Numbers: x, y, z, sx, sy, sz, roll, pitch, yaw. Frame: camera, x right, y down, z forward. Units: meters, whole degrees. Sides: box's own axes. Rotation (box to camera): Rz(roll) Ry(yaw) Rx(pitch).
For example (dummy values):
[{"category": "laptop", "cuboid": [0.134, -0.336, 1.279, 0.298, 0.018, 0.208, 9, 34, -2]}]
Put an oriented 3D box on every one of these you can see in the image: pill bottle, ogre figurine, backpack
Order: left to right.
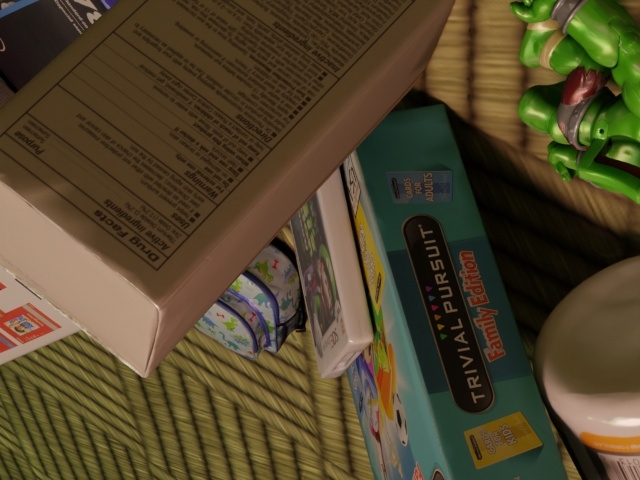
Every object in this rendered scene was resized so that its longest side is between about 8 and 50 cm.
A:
[{"category": "backpack", "cuboid": [-0.071, 0.049, 1.460, 0.105, 0.084, 0.114, 30, 148, 18]}, {"category": "ogre figurine", "cuboid": [0.173, -0.078, 0.937, 0.118, 0.097, 0.197, 39, 144, 32]}, {"category": "pill bottle", "cuboid": [0.264, 0.154, 1.082, 0.162, 0.162, 0.278, 11, 140, 46]}]

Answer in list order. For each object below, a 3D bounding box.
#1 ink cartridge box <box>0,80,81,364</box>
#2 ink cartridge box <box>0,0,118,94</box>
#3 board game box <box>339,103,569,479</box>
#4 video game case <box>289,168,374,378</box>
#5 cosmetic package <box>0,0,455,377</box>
[{"category": "ink cartridge box", "cuboid": [-0.364, -0.025, 1.467, 0.272, 0.130, 0.309, -23, 129, 32]}, {"category": "ink cartridge box", "cuboid": [-0.215, -0.216, 1.288, 0.165, 0.065, 0.333, 52, 151, -18]}, {"category": "board game box", "cuboid": [0.083, 0.113, 1.139, 0.254, 0.079, 0.336, 95, 163, -58]}, {"category": "video game case", "cuboid": [0.000, 0.000, 1.205, 0.173, 0.022, 0.190, 118, 142, -75]}, {"category": "cosmetic package", "cuboid": [-0.068, -0.084, 1.008, 0.160, 0.309, 0.113, 38, 153, 9]}]
